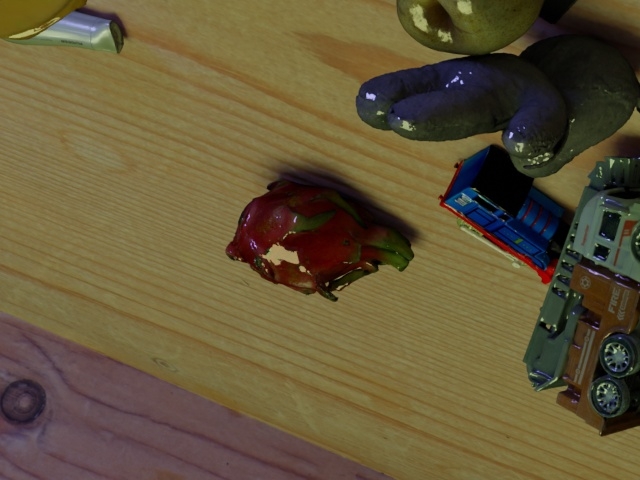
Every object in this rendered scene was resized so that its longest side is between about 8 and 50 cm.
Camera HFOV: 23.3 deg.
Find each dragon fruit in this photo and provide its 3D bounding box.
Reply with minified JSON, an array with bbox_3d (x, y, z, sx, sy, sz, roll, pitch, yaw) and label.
[{"bbox_3d":[-0.004,0.010,2.424,0.269,0.198,0.200,22,148,-21],"label":"dragon fruit"}]

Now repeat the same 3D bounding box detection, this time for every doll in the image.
[{"bbox_3d":[0.206,-0.140,1.769,0.246,0.340,0.158,33,134,52],"label":"doll"}]

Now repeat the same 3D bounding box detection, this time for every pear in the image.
[{"bbox_3d":[0.163,-0.283,1.709,0.167,0.136,0.167,27,155,13],"label":"pear"}]

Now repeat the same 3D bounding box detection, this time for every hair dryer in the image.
[{"bbox_3d":[-0.403,-0.372,2.248,0.206,0.075,0.237,11,143,19],"label":"hair dryer"}]

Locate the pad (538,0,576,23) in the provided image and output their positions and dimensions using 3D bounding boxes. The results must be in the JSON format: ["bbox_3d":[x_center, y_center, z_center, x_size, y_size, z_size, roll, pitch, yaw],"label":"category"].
[{"bbox_3d":[0.238,-0.332,1.703,0.163,0.004,0.243,31,156,-5],"label":"pad"}]

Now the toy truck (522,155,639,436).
[{"bbox_3d":[0.372,0.057,1.948,0.133,0.338,0.184,-6,-156,-45],"label":"toy truck"}]

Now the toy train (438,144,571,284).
[{"bbox_3d":[0.269,-0.034,2.151,0.204,0.083,0.131,34,153,-13],"label":"toy train"}]

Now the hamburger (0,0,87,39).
[{"bbox_3d":[-0.444,-0.437,1.825,0.395,0.277,0.396,3,154,1],"label":"hamburger"}]
